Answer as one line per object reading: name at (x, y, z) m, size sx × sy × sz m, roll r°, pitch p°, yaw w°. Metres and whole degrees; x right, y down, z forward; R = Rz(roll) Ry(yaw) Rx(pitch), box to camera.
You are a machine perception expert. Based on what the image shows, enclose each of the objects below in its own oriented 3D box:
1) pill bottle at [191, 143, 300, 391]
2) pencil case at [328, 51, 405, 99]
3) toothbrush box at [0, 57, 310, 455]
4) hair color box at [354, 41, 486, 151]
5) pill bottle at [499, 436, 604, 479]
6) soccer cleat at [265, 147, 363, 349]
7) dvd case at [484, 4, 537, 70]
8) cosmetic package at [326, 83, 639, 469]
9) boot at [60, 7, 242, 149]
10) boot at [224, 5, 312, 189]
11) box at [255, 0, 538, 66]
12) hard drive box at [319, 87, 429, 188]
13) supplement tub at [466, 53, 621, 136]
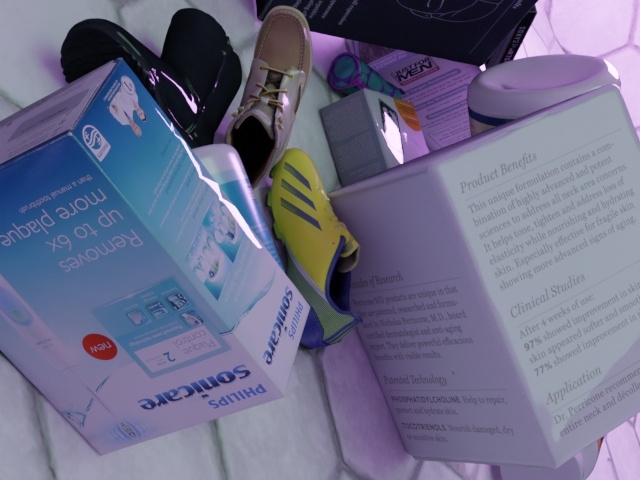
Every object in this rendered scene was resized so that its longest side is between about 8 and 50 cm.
pill bottle at (-0.110, 0.043, 1.143) m, size 0.146 × 0.146 × 0.264 m, roll -20°, pitch 88°, yaw -63°
pencil case at (0.076, -0.251, 1.796) m, size 0.152 × 0.064 × 0.070 m, roll 25°, pitch 19°, yaw -53°
toothbrush box at (-0.182, 0.026, 0.950) m, size 0.295 × 0.216 × 0.126 m, roll 55°, pitch 30°, yaw -27°
hair color box at (0.238, -0.270, 1.976) m, size 0.374 × 0.185 × 0.113 m, roll 35°, pitch 42°, yaw -48°
pill bottle at (0.397, 0.325, 1.857) m, size 0.162 × 0.162 × 0.278 m, roll 64°, pitch 27°, yaw -8°
soccer cleat at (0.001, 0.001, 1.408) m, size 0.093 × 0.121 × 0.289 m, roll 33°, pitch 43°, yaw -48°
dvd case at (0.294, -0.409, 1.820) m, size 0.179 × 0.030 × 0.238 m, roll 108°, pitch -23°, yaw -57°
cosmetic package at (0.253, 0.052, 1.469) m, size 0.330 × 0.327 × 0.393 m, roll -23°, pitch 94°, yaw -28°
boot at (-0.183, -0.200, 1.244) m, size 0.246 × 0.094 × 0.207 m, roll 55°, pitch 32°, yaw -39°
boot at (-0.064, -0.174, 1.340) m, size 0.165 × 0.077 × 0.213 m, roll -68°, pitch 172°, yaw -72°
box at (0.132, -0.454, 1.620) m, size 0.396 × 0.293 × 0.211 m, roll 8°, pitch 59°, yaw -23°
hard drive box at (0.106, -0.105, 1.720) m, size 0.181 × 0.089 × 0.232 m, roll 2°, pitch 69°, yaw -61°
supplement tub at (0.364, -0.112, 1.742) m, size 0.235 × 0.236 × 0.324 m, roll -56°, pitch 139°, yaw -59°
